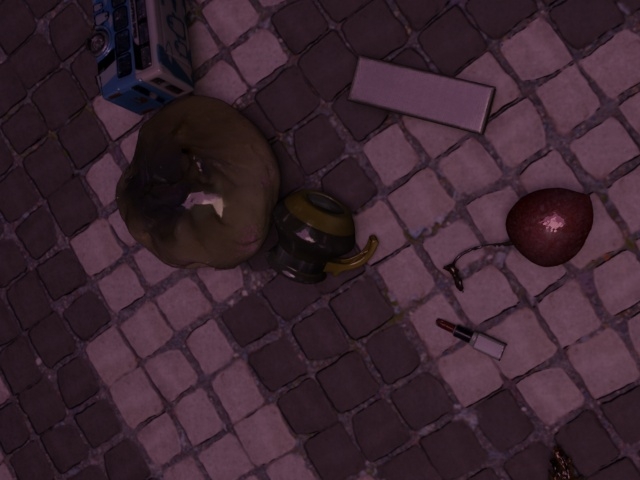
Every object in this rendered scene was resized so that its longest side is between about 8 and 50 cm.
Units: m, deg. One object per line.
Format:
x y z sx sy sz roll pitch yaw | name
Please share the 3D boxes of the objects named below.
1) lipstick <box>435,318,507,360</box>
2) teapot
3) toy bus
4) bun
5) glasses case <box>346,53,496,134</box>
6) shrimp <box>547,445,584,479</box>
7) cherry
0.216 0.139 1.064 0.107 0.025 0.025 25 97 20 | lipstick
0.000 0.000 1.082 0.165 0.130 0.119 18 115 -17 | teapot
-0.280 -0.354 1.121 0.131 0.106 0.297 -13 77 24 | toy bus
-0.187 -0.083 1.102 0.272 0.168 0.273 -3 82 20 | bun
0.146 -0.212 1.061 0.204 0.047 0.071 17 101 15 | glasses case
0.387 0.367 1.018 0.124 0.034 0.178 -12 90 13 | shrimp
0.282 0.008 1.017 0.107 0.090 0.225 45 121 -4 | cherry
